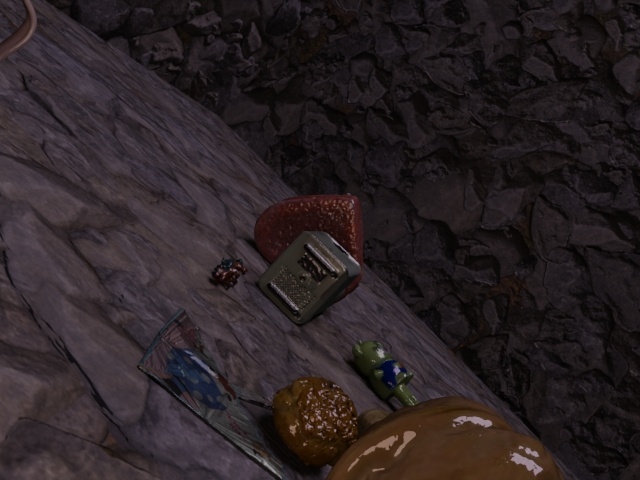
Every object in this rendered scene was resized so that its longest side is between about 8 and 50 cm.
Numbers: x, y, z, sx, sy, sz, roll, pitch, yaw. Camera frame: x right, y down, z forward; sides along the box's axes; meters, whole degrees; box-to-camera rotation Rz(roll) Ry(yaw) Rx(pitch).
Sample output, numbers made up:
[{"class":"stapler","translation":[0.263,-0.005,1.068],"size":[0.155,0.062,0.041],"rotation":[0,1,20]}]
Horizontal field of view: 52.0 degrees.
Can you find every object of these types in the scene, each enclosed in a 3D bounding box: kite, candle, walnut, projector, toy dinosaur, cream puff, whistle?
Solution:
[{"class":"kite","translation":[-0.137,0.201,0.918],"size":[0.314,0.011,0.335],"rotation":[33,13,-50]},{"class":"candle","translation":[0.000,0.000,1.728],"size":[0.317,0.287,0.131],"rotation":[46,13,3]},{"class":"walnut","translation":[0.127,0.310,0.703],"size":[0.285,0.285,0.296],"rotation":[41,0,-10]},{"class":"projector","translation":[-0.018,0.081,1.554],"size":[0.163,0.177,0.242],"rotation":[46,7,9]},{"class":"toy dinosaur","translation":[-0.182,0.061,1.316],"size":[0.055,0.049,0.154],"rotation":[40,13,1]},{"class":"cream puff","translation":[-0.001,0.252,0.932],"size":[0.126,0.103,0.144],"rotation":[58,4,32]},{"class":"whistle","translation":[0.156,0.312,1.508],"size":[0.227,0.085,0.105],"rotation":[47,18,26]}]

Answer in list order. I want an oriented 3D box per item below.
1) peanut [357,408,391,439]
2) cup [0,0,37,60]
[{"class":"peanut","translation":[0.137,0.367,1.116],"size":[0.194,0.083,0.093],"rotation":[45,8,13]},{"class":"cup","translation":[-0.550,-0.348,0.873],"size":[0.288,0.273,0.208],"rotation":[39,2,-13]}]
